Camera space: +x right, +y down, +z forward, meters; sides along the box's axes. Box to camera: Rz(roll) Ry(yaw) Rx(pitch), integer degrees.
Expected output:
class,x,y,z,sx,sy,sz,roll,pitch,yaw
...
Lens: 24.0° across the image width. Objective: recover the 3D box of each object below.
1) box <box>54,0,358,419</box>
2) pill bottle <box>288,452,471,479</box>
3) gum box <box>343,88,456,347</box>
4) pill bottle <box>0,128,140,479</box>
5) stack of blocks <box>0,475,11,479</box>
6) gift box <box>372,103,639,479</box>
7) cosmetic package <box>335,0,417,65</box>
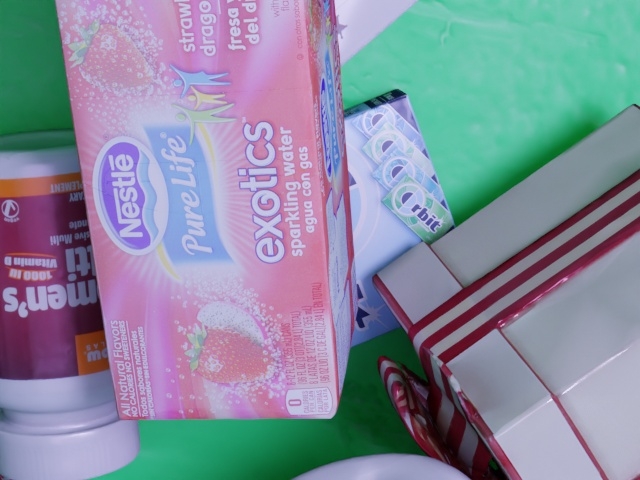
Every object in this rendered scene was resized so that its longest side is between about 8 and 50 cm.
class,x,y,z,sx,sy,sz,roll,pitch,yaw
box,-0.060,-0.054,0.914,0.142,0.154,0.300,-2,114,7
pill bottle,0.086,0.347,0.970,0.224,0.224,0.392,-31,118,0
gum box,0.000,0.000,1.063,0.184,0.041,0.157,-22,104,-4
pill bottle,-0.179,0.041,1.007,0.121,0.121,0.221,-5,102,-7
stack of blocks,-0.316,0.293,1.058,0.297,0.087,0.171,-32,104,0
gift box,0.194,0.095,0.970,0.258,0.276,0.255,-35,114,1
cosmetic package,0.046,-0.330,0.972,0.377,0.097,0.284,-40,102,2
